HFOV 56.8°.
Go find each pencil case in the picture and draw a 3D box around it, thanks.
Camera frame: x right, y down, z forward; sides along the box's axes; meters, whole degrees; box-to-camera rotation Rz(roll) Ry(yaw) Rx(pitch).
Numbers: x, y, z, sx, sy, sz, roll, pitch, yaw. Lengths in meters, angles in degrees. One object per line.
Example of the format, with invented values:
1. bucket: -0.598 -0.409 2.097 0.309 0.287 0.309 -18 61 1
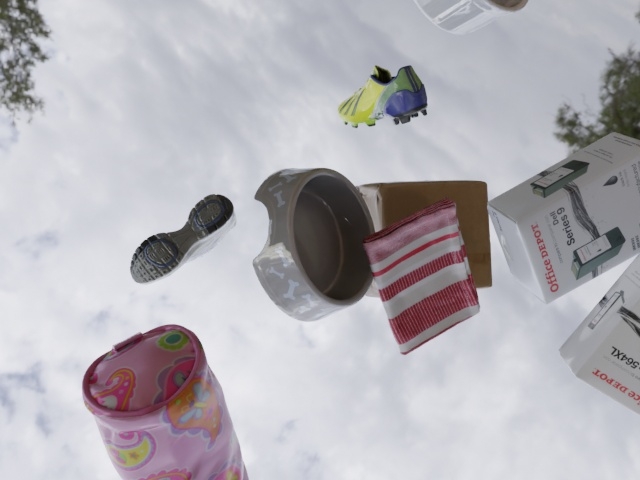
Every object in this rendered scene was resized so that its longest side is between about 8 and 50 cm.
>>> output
1. pencil case: -0.144 0.222 0.617 0.124 0.284 0.124 -7 -143 5

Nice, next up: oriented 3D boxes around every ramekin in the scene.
1. ramekin: 0.293 -0.566 1.219 0.277 0.135 0.277 11 -109 -34

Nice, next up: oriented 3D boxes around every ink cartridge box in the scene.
1. ink cartridge box: 0.462 0.133 0.824 0.148 0.203 0.086 31 -164 -3
2. ink cartridge box: 0.500 -0.041 1.145 0.211 0.289 0.121 60 180 -26

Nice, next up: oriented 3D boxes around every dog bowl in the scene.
1. dog bowl: 0.000 0.000 1.301 0.348 0.102 0.349 16 -112 -47

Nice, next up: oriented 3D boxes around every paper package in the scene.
1. paper package: 0.277 -0.007 1.598 0.324 0.309 0.168 -4 -177 -20

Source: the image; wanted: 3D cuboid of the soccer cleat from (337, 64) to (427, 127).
1. soccer cleat: 0.120 -0.303 1.232 0.093 0.121 0.289 -25 -162 -22

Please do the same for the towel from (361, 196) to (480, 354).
1. towel: 0.244 0.090 1.379 0.237 0.329 0.037 -26 -154 -13

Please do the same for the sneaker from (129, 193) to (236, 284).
1. sneaker: -0.317 0.015 1.422 0.111 0.297 0.129 55 178 20
